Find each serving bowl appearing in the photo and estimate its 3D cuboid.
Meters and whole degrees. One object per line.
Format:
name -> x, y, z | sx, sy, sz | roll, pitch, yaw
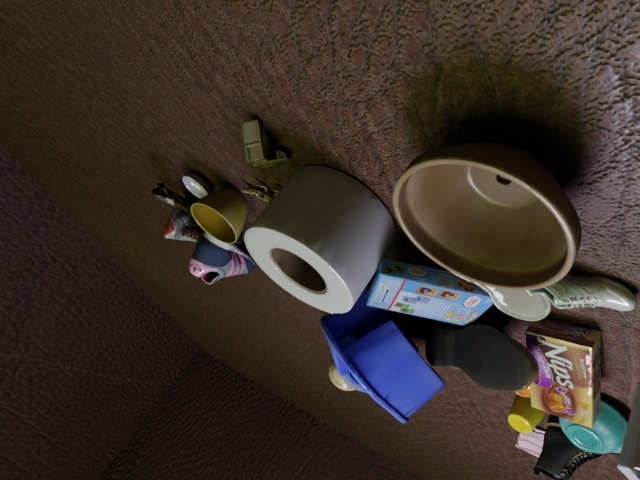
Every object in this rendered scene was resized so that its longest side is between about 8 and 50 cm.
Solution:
serving bowl -> -0.314, -0.143, 1.244 | 0.083, 0.027, 0.083 | 29, 153, 16

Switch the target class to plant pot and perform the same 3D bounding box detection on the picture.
plant pot -> 0.224, -0.049, 0.634 | 0.237, 0.109, 0.237 | 29, 154, 16
plant pot -> -0.232, -0.072, 1.178 | 0.134, 0.095, 0.134 | 26, 149, 17

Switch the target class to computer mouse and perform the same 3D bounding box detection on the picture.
computer mouse -> -0.319, -0.085, 1.273 | 0.262, 0.060, 0.184 | 32, -179, 27

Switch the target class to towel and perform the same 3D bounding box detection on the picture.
towel -> 0.595, 0.552, 1.274 | 0.144, 0.029, 0.197 | 23, 151, 28

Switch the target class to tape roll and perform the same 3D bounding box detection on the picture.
tape roll -> 0.000, 0.000, 0.929 | 0.246, 0.169, 0.246 | 28, 154, 15

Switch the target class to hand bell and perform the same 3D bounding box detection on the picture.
hand bell -> 0.108, 0.368, 1.522 | 0.126, 0.126, 0.242 | 30, 142, 13

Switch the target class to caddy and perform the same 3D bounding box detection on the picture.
caddy -> 0.129, 0.274, 1.103 | 0.341, 0.179, 0.241 | 49, -176, -40

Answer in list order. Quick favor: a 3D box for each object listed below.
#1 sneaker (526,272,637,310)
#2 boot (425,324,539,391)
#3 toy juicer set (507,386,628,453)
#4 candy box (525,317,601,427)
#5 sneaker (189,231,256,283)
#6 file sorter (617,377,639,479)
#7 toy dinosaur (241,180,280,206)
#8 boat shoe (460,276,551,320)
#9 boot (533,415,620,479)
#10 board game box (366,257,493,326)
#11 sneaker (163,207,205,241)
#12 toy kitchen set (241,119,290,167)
sneaker -> 0.379, 0.080, 0.716 | 0.152, 0.061, 0.053 | 18, 147, 31
boot -> 0.332, 0.224, 0.947 | 0.115, 0.112, 0.305 | 10, 173, -16
toy juicer set -> 0.532, 0.334, 0.945 | 0.329, 0.089, 0.209 | 12, 127, 44
candy box -> 0.432, 0.232, 0.855 | 0.109, 0.053, 0.186 | 11, 128, 43
sneaker -> -0.284, 0.067, 1.375 | 0.112, 0.131, 0.319 | 29, 171, 18
file sorter -> 0.610, 0.333, 0.703 | 0.278, 0.193, 0.173 | 44, 151, -16
toy dinosaur -> -0.100, -0.083, 1.072 | 0.183, 0.053, 0.092 | 39, 171, 13
boat shoe -> 0.293, 0.057, 0.806 | 0.206, 0.065, 0.075 | 33, 118, -3
boot -> 0.573, 0.472, 1.043 | 0.077, 0.137, 0.198 | 45, 153, -17
board game box -> 0.205, 0.103, 0.916 | 0.211, 0.039, 0.160 | 13, 152, 2
sneaker -> -0.362, -0.039, 1.359 | 0.093, 0.088, 0.225 | 23, -171, 9
toy kitchen set -> -0.100, -0.184, 0.916 | 0.068, 0.075, 0.083 | -10, 179, 9
